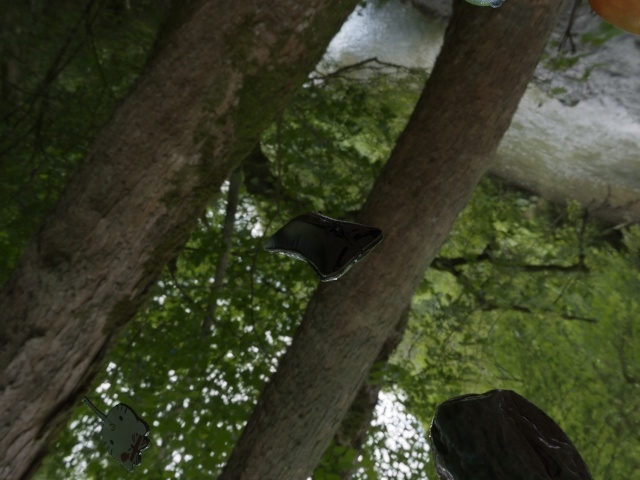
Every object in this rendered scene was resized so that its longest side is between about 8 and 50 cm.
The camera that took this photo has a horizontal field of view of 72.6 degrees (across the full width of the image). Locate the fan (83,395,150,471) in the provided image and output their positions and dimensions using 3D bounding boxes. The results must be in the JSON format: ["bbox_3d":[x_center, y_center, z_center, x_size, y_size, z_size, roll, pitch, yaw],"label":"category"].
[{"bbox_3d":[-0.183,0.163,0.385,0.083,0.056,0.004,31,-165,20],"label":"fan"}]

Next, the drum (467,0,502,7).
[{"bbox_3d":[0.327,-0.422,0.653,0.252,0.130,0.049,1,-177,10],"label":"drum"}]

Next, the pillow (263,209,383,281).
[{"bbox_3d":[0.001,0.002,0.513,0.135,0.091,0.055,18,162,48],"label":"pillow"}]

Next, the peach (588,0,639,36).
[{"bbox_3d":[0.458,-0.377,0.457,0.307,0.308,0.332,31,178,6],"label":"peach"}]

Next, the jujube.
[{"bbox_3d":[0.324,0.406,0.764,0.246,0.216,0.308,12,-151,-15],"label":"jujube"}]
